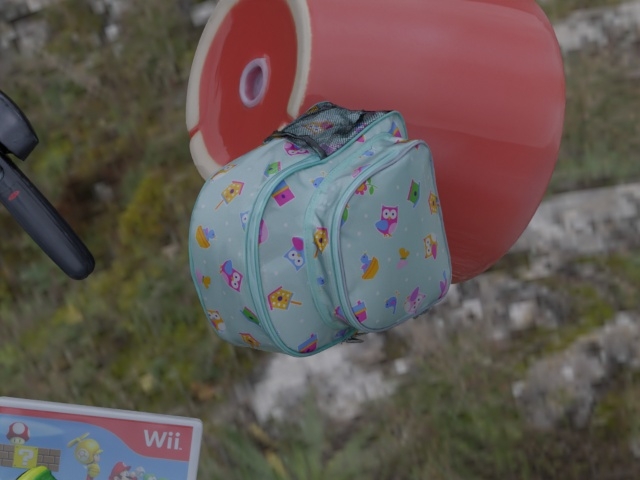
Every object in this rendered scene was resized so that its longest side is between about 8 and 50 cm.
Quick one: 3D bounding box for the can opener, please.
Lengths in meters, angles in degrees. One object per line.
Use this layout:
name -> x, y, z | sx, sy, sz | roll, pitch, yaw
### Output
can opener -> -0.251, -0.042, 1.598 | 0.073, 0.186, 0.059 | -36, -2, 13

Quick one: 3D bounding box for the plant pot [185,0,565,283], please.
plant pot -> 0.035, -0.114, 1.654 | 0.243, 0.275, 0.275 | 12, 32, -34

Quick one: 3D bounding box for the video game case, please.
video game case -> -0.234, 0.306, 1.898 | 0.204, 0.285, 0.025 | 7, 4, -6

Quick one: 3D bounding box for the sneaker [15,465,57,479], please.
sneaker -> -0.264, 0.335, 1.707 | 0.124, 0.109, 0.295 | 21, 42, -18

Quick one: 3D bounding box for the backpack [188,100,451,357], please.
backpack -> 0.000, 0.000, 1.432 | 0.188, 0.165, 0.144 | -27, 29, -33
